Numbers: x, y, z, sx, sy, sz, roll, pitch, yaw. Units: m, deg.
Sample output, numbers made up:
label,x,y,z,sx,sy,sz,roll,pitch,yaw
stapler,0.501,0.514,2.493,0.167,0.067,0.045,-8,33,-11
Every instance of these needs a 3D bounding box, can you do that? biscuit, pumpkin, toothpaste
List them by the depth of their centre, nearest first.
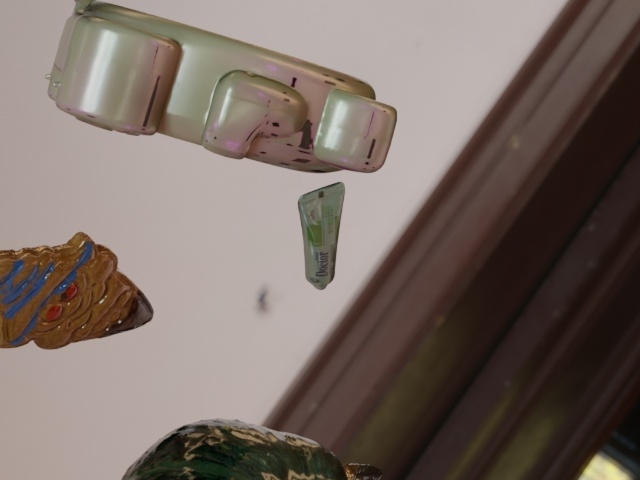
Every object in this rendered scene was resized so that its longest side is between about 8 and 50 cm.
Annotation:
label,x,y,z,sx,sy,sz,roll,pitch,yaw
toothpaste,0.000,0.000,1.622,0.197,0.048,0.029,91,158,-61
pumpkin,-0.131,0.320,1.637,0.197,0.293,0.263,26,153,-38
biscuit,-0.318,0.073,2.020,0.280,0.183,0.043,21,-156,-42

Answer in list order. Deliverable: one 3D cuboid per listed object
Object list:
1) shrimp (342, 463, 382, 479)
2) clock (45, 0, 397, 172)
label,x,y,z,sx,sy,sz,roll,pitch,yaw
shrimp,0.033,0.363,1.851,0.051,0.198,0.262,12,140,29
clock,-0.098,-0.137,1.525,0.309,0.114,0.284,15,-177,-13
